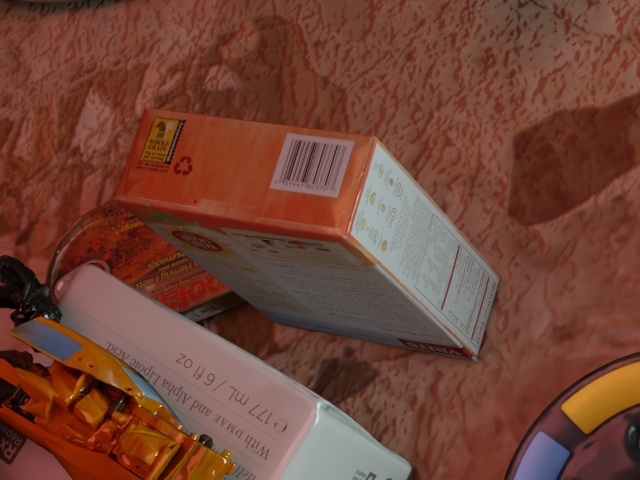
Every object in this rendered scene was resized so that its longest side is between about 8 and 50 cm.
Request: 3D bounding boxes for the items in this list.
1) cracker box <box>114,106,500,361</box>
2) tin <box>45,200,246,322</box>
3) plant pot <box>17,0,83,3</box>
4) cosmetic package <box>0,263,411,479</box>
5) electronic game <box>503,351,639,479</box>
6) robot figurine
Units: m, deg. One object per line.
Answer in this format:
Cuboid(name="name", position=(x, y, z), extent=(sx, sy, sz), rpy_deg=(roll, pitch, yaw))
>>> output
Cuboid(name="cracker box", position=(0.000, 0.000, 1.023), extent=(0.156, 0.232, 0.067), rpy_deg=(9, 73, 27))
Cuboid(name="tin", position=(-0.108, 0.012, 1.183), extent=(0.190, 0.040, 0.106), rpy_deg=(-21, 58, 16))
Cuboid(name="plant pot", position=(-0.216, -0.351, 1.279), extent=(0.263, 0.263, 0.229), rpy_deg=(-9, 49, 21))
Cuboid(name="cosmetic package", position=(-0.144, 0.237, 1.038), extent=(0.217, 0.156, 0.385), rpy_deg=(27, 82, 32))
Cuboid(name="electronic game", position=(0.212, 0.171, 0.966), extent=(0.229, 0.048, 0.229), rpy_deg=(-9, 66, 21))
Cuboid(name="robot figurine", position=(-0.200, 0.119, 0.973), extent=(0.291, 0.085, 0.211), rpy_deg=(26, 81, 32))
